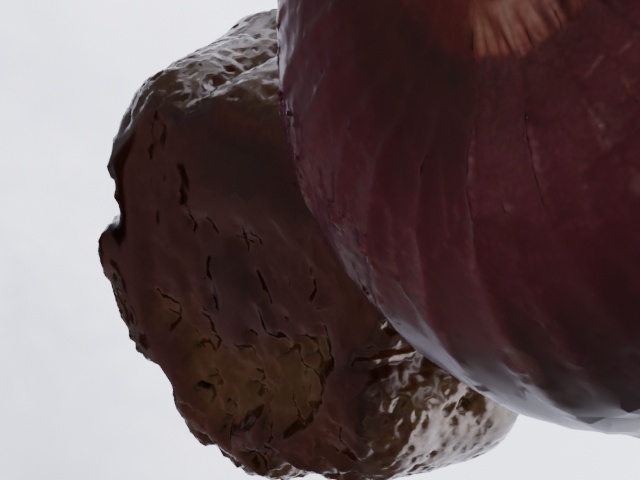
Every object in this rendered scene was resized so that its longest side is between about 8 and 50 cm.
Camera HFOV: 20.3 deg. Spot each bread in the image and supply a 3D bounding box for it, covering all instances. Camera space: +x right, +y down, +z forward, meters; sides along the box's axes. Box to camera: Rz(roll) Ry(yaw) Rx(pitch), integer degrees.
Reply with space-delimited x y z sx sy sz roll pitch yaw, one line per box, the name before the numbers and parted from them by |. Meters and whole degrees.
bread | 0.005 0.013 0.857 0.247 0.135 0.232 21 -60 42

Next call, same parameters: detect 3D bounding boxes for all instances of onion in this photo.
onion | 0.109 -0.045 0.633 0.256 0.272 0.230 128 -43 -56
